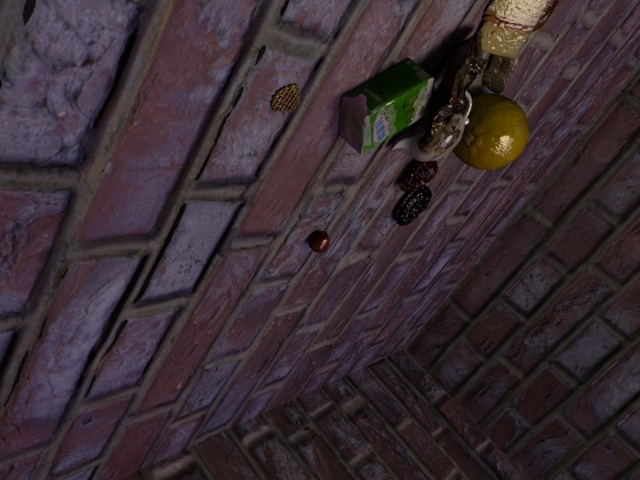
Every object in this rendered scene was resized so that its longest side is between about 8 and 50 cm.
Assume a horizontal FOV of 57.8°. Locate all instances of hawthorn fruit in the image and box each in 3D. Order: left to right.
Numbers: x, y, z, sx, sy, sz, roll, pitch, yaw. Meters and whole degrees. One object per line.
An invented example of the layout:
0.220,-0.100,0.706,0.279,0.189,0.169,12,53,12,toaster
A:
-0.004,0.004,1.977,0.077,0.077,0.077,-35,154,-20,hawthorn fruit

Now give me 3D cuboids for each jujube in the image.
0.359,-0.242,2.119,0.166,0.104,0.104,-42,159,27,jujube

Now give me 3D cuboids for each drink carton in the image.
0.187,-0.377,1.618,0.271,0.108,0.161,-35,153,-20,drink carton

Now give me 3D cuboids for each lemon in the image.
0.592,-0.381,2.039,0.293,0.293,0.293,-35,154,-20,lemon

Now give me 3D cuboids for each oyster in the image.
0.400,-0.456,1.735,0.361,0.096,0.221,-65,-167,-17,oyster

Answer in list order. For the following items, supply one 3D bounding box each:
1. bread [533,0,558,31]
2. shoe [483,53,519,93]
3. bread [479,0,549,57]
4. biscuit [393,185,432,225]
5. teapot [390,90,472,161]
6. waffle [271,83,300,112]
0.715,-0.773,1.814,0.124,0.084,0.344,-32,153,-45,bread
0.625,-0.592,1.985,0.092,0.089,0.180,-47,160,-24,shoe
0.565,-0.705,1.777,0.178,0.135,0.240,7,135,-17,bread
0.371,-0.141,2.332,0.194,0.053,0.194,-34,153,-20,biscuit
0.373,-0.359,1.877,0.298,0.139,0.204,-43,-166,7,teapot
-0.082,-0.336,1.385,0.085,0.016,0.078,-24,145,-37,waffle
